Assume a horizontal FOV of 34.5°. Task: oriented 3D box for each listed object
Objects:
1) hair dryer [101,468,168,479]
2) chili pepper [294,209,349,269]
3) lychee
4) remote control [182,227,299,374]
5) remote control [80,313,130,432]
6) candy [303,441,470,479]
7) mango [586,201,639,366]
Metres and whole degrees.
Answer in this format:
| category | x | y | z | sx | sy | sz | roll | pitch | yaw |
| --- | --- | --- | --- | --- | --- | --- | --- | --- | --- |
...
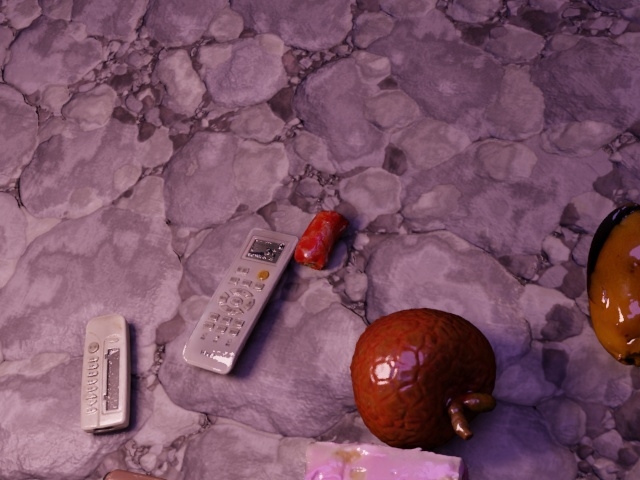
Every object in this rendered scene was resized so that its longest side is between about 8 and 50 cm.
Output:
| category | x | y | z | sx | sy | sz | roll | pitch | yaw |
| --- | --- | --- | --- | --- | --- | --- | --- | --- | --- |
| hair dryer | -0.335 | 0.491 | 1.775 | 0.117 | 0.064 | 0.182 | 7 | 66 | 17 |
| chili pepper | 0.000 | 0.000 | 1.992 | 0.073 | 0.070 | 0.123 | 26 | 64 | 4 |
| lychee | 0.171 | 0.229 | 1.713 | 0.255 | 0.255 | 0.300 | -46 | 30 | -16 |
| remote control | -0.146 | 0.116 | 1.965 | 0.109 | 0.055 | 0.313 | 12 | 58 | 27 |
| remote control | -0.400 | 0.250 | 1.937 | 0.090 | 0.049 | 0.230 | -9 | 57 | 6 |
| candy | 0.108 | 0.405 | 1.669 | 0.265 | 0.155 | 0.116 | 5 | 62 | 14 |
| mango | 0.556 | 0.083 | 1.770 | 0.201 | 0.153 | 0.287 | 8 | 61 | 21 |
